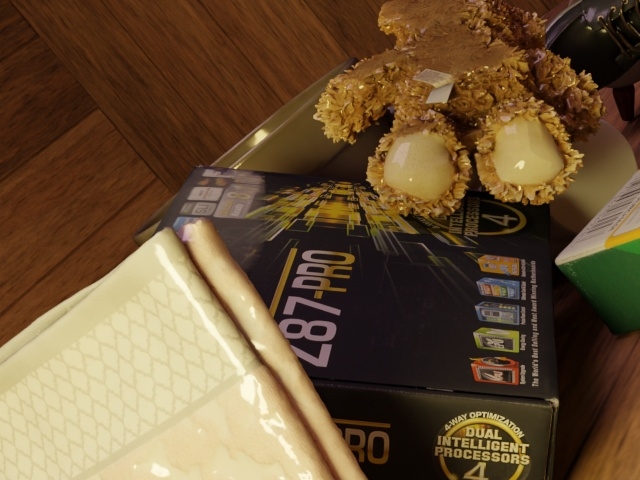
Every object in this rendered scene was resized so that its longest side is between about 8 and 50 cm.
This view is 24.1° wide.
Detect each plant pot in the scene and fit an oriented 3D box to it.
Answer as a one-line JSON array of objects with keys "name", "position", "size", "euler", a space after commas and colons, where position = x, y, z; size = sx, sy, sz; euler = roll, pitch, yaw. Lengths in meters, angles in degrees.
[{"name": "plant pot", "position": [0.000, 0.000, 1.681], "size": [0.323, 0.280, 0.323], "euler": [-39, 6, 5]}]

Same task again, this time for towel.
[{"name": "towel", "position": [-0.101, 0.186, 0.932], "size": [0.332, 0.317, 0.053], "euler": [-33, -5, 41]}]

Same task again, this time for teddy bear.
[{"name": "teddy bear", "position": [0.127, -0.113, 1.322], "size": [0.245, 0.113, 0.338], "euler": [-21, 32, -5]}]

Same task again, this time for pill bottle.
[{"name": "pill bottle", "position": [0.195, -0.049, 1.487], "size": [0.152, 0.152, 0.272], "euler": [-42, 10, -18]}]

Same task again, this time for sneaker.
[{"name": "sneaker", "position": [0.292, -0.208, 1.428], "size": [0.222, 0.083, 0.118], "euler": [-40, 8, -2]}]

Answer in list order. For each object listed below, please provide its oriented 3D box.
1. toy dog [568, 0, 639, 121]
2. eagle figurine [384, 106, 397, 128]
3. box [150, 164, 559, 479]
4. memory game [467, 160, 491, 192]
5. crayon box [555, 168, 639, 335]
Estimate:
[{"name": "toy dog", "position": [0.409, -0.226, 1.701], "size": [0.220, 0.161, 0.333], "euler": [-40, 21, -25]}, {"name": "eagle figurine", "position": [0.102, -0.086, 2.095], "size": [0.298, 0.226, 0.225], "euler": [-37, 26, -24]}, {"name": "box", "position": [0.019, 0.058, 1.150], "size": [0.318, 0.097, 0.395], "euler": [4, 22, 7]}, {"name": "memory game", "position": [0.146, -0.012, 1.414], "size": [0.012, 0.186, 0.186], "euler": [-32, 4, -20]}, {"name": "crayon box", "position": [0.335, -0.048, 1.066], "size": [0.203, 0.083, 0.323], "euler": [-43, 7, -27]}]
